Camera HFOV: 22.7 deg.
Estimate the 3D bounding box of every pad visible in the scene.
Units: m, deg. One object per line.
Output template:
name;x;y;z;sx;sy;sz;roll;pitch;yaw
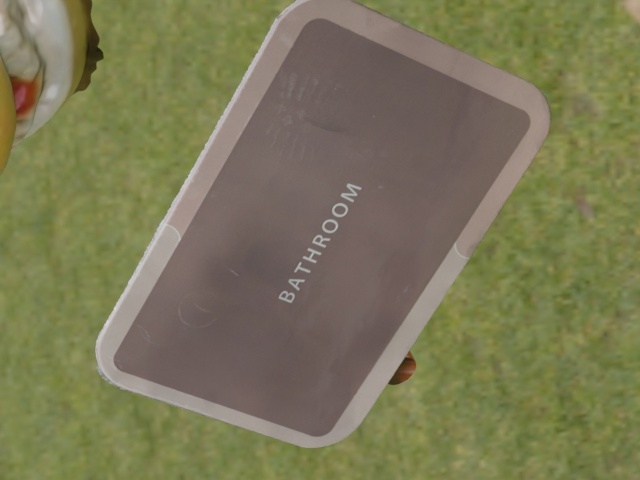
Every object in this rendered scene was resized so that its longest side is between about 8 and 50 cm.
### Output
pad;0.000;0.000;0.895;0.266;0.176;0.002;-59;25;21

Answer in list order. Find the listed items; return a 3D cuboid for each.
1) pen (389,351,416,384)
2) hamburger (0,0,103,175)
pen;0.009;0.009;1.078;0.028;0.028;0.239;-66;34;32
hamburger;-0.316;-0.129;1.131;0.261;0.186;0.303;35;145;-6
